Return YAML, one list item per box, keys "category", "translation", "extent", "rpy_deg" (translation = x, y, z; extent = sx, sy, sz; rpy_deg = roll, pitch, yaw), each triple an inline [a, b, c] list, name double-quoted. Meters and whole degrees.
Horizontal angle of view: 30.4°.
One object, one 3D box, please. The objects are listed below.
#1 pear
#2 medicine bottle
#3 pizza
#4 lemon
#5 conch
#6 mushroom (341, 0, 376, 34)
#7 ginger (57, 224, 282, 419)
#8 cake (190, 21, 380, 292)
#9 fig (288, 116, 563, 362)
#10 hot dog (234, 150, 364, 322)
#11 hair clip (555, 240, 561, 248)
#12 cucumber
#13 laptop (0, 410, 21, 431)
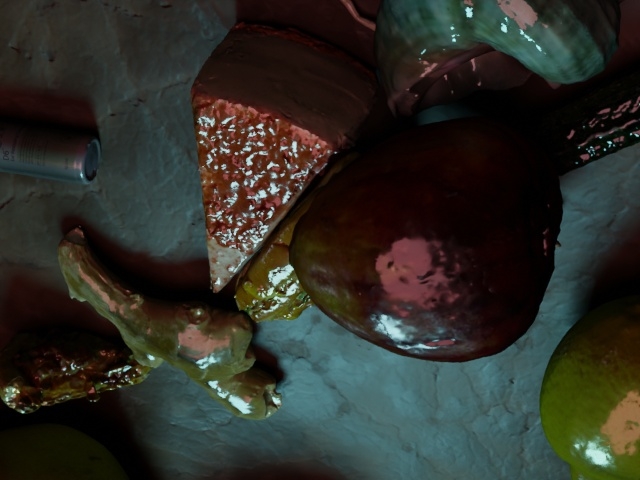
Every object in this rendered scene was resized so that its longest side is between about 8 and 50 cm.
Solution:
- category: "pear"
  translation: [-0.346, 0.381, 1.539]
  extent: [0.336, 0.285, 0.285]
  rpy_deg: [3, 140, -39]
- category: "medicine bottle"
  translation: [-0.347, -0.104, 1.310]
  extent: [0.199, 0.057, 0.058]
  rpy_deg: [10, 128, 9]
- category: "pizza"
  translation: [-0.306, 0.152, 1.466]
  extent: [0.194, 0.154, 0.069]
  rpy_deg: [-3, 108, -8]
- category: "lemon"
  translation: [0.331, 0.156, 1.251]
  extent: [0.184, 0.184, 0.248]
  rpy_deg: [19, 111, 0]
- category: "conch"
  translation: [0.167, -0.202, 1.039]
  extent: [0.277, 0.195, 0.220]
  rpy_deg: [-34, 149, 9]
- category: "mushroom"
  translation: [-0.021, -0.297, 1.106]
  extent: [0.028, 0.026, 0.286]
  rpy_deg: [-35, 110, 15]
- category: "ginger"
  translation: [-0.176, 0.105, 1.412]
  extent: [0.333, 0.081, 0.148]
  rpy_deg: [31, 143, -7]
- category: "cake"
  translation: [-0.083, -0.087, 1.192]
  extent: [0.159, 0.158, 0.262]
  rpy_deg: [36, 128, -7]
- category: "fig"
  translation: [0.106, 0.003, 1.102]
  extent: [0.263, 0.224, 0.224]
  rpy_deg: [-20, 122, -4]
- category: "hot dog"
  translation: [0.000, 0.000, 1.268]
  extent: [0.115, 0.072, 0.269]
  rpy_deg: [15, 134, -32]
- category: "hair clip"
  translation: [0.131, 0.035, 1.284]
  extent: [0.292, 0.084, 0.106]
  rpy_deg: [-29, 96, 36]
- category: "cucumber"
  translation: [0.281, -0.117, 1.123]
  extent: [0.265, 0.077, 0.077]
  rpy_deg: [-25, 116, 28]
- category: "laptop"
  translation: [-0.471, 0.313, 1.677]
  extent: [0.135, 0.016, 0.197]
  rpy_deg: [3, 126, 14]
